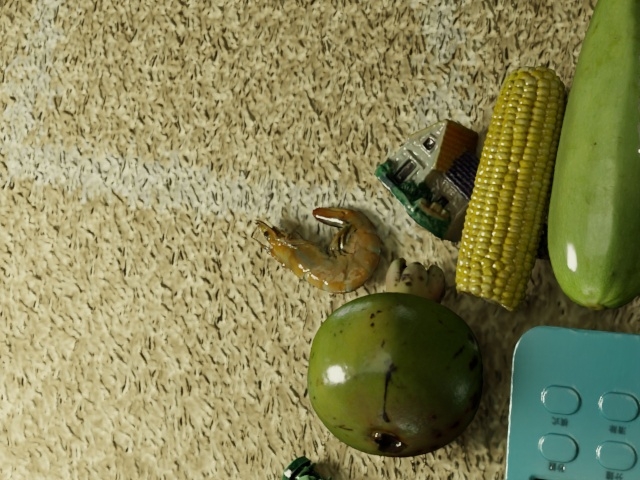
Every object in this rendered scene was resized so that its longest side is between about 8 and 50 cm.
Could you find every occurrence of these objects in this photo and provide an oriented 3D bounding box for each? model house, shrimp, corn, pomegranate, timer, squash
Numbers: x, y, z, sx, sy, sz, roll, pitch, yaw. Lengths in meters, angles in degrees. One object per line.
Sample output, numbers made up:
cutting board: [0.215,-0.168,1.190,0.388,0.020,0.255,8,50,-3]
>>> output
model house: [0.130,-0.066,1.879,0.100,0.088,0.101,-46,64,12]
shrimp: [-0.003,-0.003,1.959,0.162,0.045,0.095,30,92,33]
corn: [0.193,-0.053,1.820,0.081,0.081,0.248,9,80,30]
pomegranate: [0.067,0.118,1.825,0.179,0.179,0.210,-38,42,15]
shrimp: [0.228,0.001,1.842,0.092,0.029,0.038,15,85,35]
timer: [0.287,0.215,1.721,0.231,0.091,0.250,3,82,29]
squash: [0.295,-0.110,1.789,0.118,0.118,0.371,0,73,29]

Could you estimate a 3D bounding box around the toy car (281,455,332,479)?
toy car: [-0.038,0.298,1.892,0.073,0.054,0.143,37,96,30]

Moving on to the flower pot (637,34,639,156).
flower pot: [0.418,-0.117,1.676,0.239,0.189,0.209,-34,63,17]
